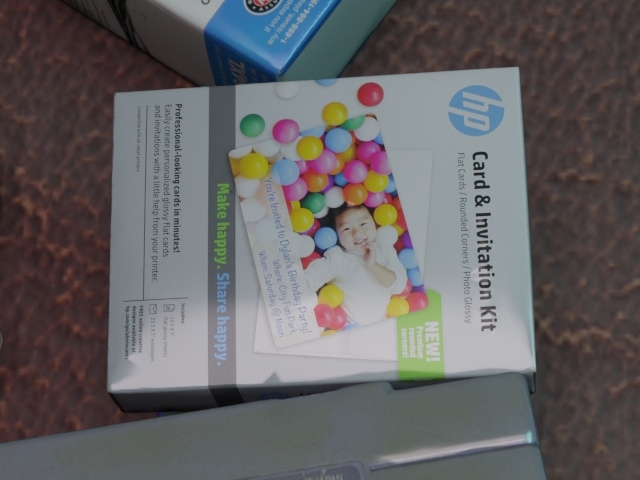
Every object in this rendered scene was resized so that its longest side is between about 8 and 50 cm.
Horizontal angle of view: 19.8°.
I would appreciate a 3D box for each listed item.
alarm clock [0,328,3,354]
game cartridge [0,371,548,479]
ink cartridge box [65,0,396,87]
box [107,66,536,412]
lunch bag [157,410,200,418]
[{"bbox_3d":[-0.221,-0.007,0.924,0.129,0.064,0.192,-36,74,-9],"label":"alarm clock"},{"bbox_3d":[-0.073,0.180,0.727,0.355,0.068,0.230,-9,52,2],"label":"game cartridge"},{"bbox_3d":[-0.058,-0.173,0.956,0.203,0.086,0.148,32,76,14],"label":"ink cartridge box"},{"bbox_3d":[0.000,0.000,0.817,0.186,0.038,0.145,-2,70,5],"label":"box"},{"bbox_3d":[-0.007,0.036,0.876,0.151,0.096,0.129,-9,69,13],"label":"lunch bag"}]
